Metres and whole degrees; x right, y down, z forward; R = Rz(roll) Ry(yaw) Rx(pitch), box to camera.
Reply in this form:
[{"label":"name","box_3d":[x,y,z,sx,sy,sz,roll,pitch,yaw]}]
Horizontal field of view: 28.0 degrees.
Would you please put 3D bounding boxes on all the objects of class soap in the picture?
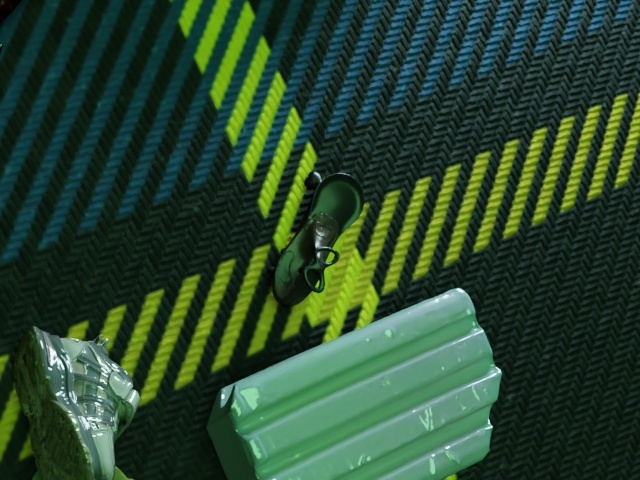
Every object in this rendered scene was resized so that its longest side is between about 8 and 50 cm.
[{"label":"soap","box_3d":[0.043,0.180,1.298,0.289,0.095,0.173,-22,88,-24]}]

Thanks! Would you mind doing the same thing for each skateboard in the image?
[{"label":"skateboard","box_3d":[0.000,0.000,1.324,0.067,0.080,0.151,31,73,-19]}]

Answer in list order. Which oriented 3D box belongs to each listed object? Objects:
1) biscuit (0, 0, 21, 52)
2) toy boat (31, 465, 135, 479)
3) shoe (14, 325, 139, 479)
[{"label":"biscuit","box_3d":[-0.335,-0.273,1.258,0.151,0.063,0.235,32,74,0]},{"label":"toy boat","box_3d":[-0.171,0.319,1.195,0.111,0.084,0.276,-30,92,-25]},{"label":"shoe","box_3d":[-0.220,0.160,1.196,0.092,0.089,0.180,-2,49,-37]}]
